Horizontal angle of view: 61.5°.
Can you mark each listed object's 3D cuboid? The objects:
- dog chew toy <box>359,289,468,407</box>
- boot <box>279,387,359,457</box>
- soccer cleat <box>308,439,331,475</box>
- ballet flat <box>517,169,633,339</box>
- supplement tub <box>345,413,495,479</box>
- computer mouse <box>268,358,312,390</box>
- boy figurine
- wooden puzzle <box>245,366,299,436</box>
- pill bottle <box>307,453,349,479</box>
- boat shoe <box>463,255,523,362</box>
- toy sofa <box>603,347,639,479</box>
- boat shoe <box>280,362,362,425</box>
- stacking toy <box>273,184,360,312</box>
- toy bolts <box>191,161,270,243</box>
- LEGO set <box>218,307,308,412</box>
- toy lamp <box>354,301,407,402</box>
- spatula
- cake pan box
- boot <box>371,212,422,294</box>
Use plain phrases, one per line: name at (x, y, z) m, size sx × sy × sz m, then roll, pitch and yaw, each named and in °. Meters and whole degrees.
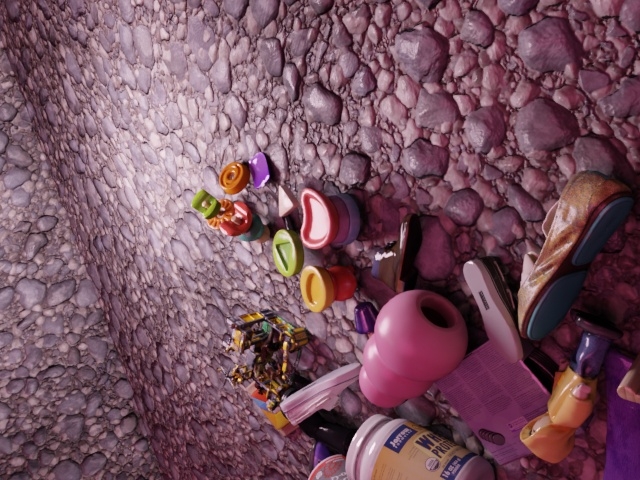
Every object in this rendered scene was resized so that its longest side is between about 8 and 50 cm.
dog chew toy at (0.194, 0.269, 1.244) m, size 0.207 × 0.207 × 0.331 m, roll 43°, pitch 131°, yaw 22°
boot at (0.011, 0.553, 1.623) m, size 0.207 × 0.094 × 0.246 m, roll 9°, pitch 141°, yaw 40°
soccer cleat at (0.043, 0.785, 1.758) m, size 0.117 × 0.109 × 0.317 m, roll -4°, pitch 106°, yaw 25°
ballet flat at (0.433, 0.027, 0.977) m, size 0.123 × 0.123 × 0.348 m, roll 36°, pitch 132°, yaw 28°
supplement tub at (0.243, 0.589, 1.345) m, size 0.316 × 0.228 × 0.228 m, roll 15°, pitch 120°, yaw 40°
computer mouse at (-0.095, 0.443, 1.767) m, size 0.242 × 0.041 × 0.071 m, roll 29°, pitch 148°, yaw 39°
boy figurine at (0.460, 0.272, 0.999) m, size 0.092 × 0.177 × 0.285 m, roll 21°, pitch 103°, yaw 12°
wooden puzzle at (-0.153, 0.566, 1.860) m, size 0.221 × 0.044 × 0.238 m, roll 49°, pitch 137°, yaw 7°
pill bottle at (0.101, 0.769, 1.495) m, size 0.363 × 0.210 × 0.210 m, roll -165°, pitch 56°, yaw -73°
boat shoe at (0.366, 0.134, 1.084) m, size 0.078 × 0.070 × 0.219 m, roll 130°, pitch 124°, yaw -65°
toy sofa at (0.580, 0.384, 0.962) m, size 0.177 × 0.150 × 0.362 m, roll 9°, pitch 115°, yaw 42°
boat shoe at (0.014, 0.442, 1.533) m, size 0.268 × 0.096 × 0.088 m, roll -31°, pitch 87°, yaw 6°
stacking toy at (0.000, 0.000, 1.418) m, size 0.280 × 0.131 × 0.308 m, roll 35°, pitch 125°, yaw 49°
toy bolts at (-0.231, -0.092, 1.600) m, size 0.218 × 0.158 × 0.228 m, roll -50°, pitch 54°, yaw 4°
LEGO set at (-0.198, 0.377, 1.672) m, size 0.255 × 0.192 × 0.331 m, roll 38°, pitch 121°, yaw 33°
toy lamp at (0.155, 0.292, 1.403) m, size 0.080 × 0.080 × 0.274 m, roll -9°, pitch 103°, yaw 47°
spatula at (-0.125, -0.111, 1.520) m, size 0.084 × 0.030 × 0.296 m, roll -32°, pitch 85°, yaw 46°
cake pan box at (0.409, 0.340, 1.177) m, size 0.245 × 0.070 × 0.266 m, roll 49°, pitch 136°, yaw 13°
boot at (0.169, 0.025, 1.252) m, size 0.106 × 0.082 × 0.219 m, roll 23°, pitch 126°, yaw 34°
